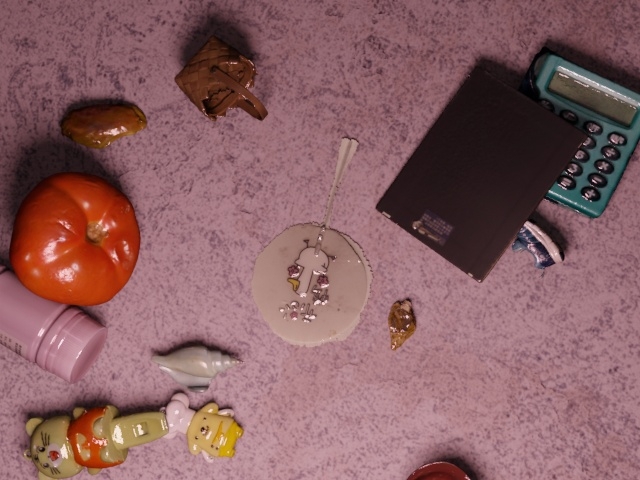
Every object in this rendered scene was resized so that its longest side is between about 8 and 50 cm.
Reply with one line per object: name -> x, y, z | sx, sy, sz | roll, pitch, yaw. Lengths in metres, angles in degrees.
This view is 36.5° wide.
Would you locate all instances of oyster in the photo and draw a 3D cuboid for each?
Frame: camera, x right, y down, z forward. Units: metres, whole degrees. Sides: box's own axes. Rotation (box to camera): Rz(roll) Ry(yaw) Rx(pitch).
oyster -> 0.153, 0.160, 1.822 | 0.051, 0.034, 0.093 | -6, 87, 11

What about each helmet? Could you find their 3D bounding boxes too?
helmet -> 0.205, 0.483, 1.738 | 0.154, 0.106, 0.175 | 2, 81, 2

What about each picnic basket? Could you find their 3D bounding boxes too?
picnic basket -> -0.174, -0.288, 1.850 | 0.178, 0.128, 0.138 | 40, 88, 17

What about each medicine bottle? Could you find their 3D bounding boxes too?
medicine bottle -> -0.536, 0.153, 1.817 | 0.249, 0.133, 0.133 | 28, 85, 8

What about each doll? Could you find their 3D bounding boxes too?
doll -> -0.226, 0.348, 1.807 | 0.162, 0.062, 0.106 | 21, 80, 7

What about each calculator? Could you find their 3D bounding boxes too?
calculator -> 0.471, -0.200, 1.834 | 0.248, 0.058, 0.274 | 27, 86, 8

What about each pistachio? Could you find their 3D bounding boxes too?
pistachio -> -0.429, -0.225, 1.900 | 0.172, 0.049, 0.090 | -5, 83, 3

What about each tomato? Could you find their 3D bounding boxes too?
tomato -> -0.461, -0.002, 1.792 | 0.180, 0.259, 0.260 | -14, 80, 37

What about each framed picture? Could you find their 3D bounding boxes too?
framed picture -> 0.297, -0.127, 1.817 | 0.255, 0.014, 0.339 | 36, 92, 20

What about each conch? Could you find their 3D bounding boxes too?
conch -> -0.229, 0.236, 1.828 | 0.180, 0.088, 0.065 | -2, 39, 10

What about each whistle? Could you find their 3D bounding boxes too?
whistle -> -0.418, 0.367, 1.784 | 0.288, 0.106, 0.131 | -14, 90, 11

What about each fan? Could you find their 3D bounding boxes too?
fan -> 0.000, 0.000, 1.861 | 0.232, 0.012, 0.415 | 12, 84, 5

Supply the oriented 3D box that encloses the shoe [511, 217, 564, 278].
shoe -> 0.390, 0.000, 1.815 | 0.071, 0.064, 0.143 | -46, 78, 14
